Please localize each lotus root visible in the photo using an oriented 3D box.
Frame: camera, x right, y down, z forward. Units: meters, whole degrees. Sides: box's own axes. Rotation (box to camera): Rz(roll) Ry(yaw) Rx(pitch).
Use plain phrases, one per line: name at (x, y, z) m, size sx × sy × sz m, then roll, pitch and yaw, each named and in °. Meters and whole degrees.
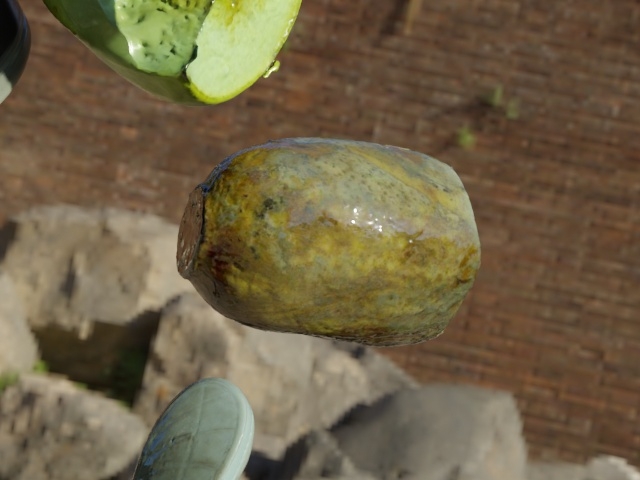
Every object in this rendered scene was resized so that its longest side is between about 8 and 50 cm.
lotus root at (0.000, 0.000, 1.974) m, size 0.346 × 0.250 × 0.250 m, roll 4°, pitch 5°, yaw -25°

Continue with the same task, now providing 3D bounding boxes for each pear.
pear at (-0.193, -0.338, 1.983) m, size 0.318 × 0.342 × 0.238 m, roll 18°, pitch -11°, yaw 21°

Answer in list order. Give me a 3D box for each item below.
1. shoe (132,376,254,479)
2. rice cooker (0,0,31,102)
shoe at (-0.120, 0.246, 1.442) m, size 0.103 × 0.251 × 0.100 m, roll 22°, pitch -10°, yaw 41°
rice cooker at (-0.525, -0.269, 1.930) m, size 0.335 × 0.335 × 0.325 m, roll 13°, pitch -37°, yaw 36°
